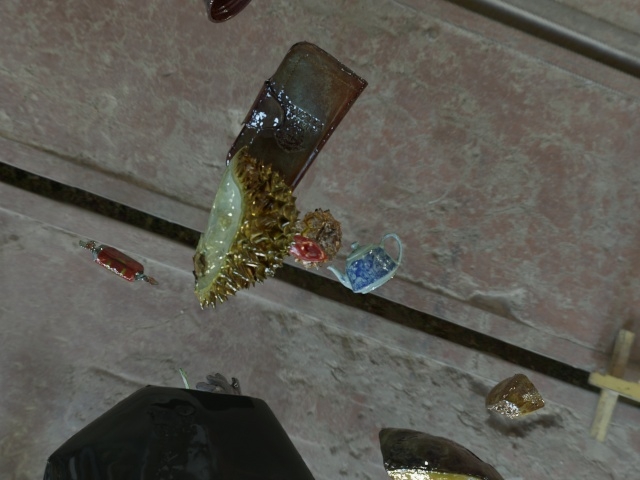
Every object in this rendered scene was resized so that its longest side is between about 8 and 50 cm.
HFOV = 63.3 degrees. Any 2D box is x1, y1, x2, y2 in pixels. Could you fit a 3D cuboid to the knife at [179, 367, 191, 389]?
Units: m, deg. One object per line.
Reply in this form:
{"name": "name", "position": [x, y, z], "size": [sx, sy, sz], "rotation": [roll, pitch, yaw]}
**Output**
{"name": "knife", "position": [-0.359, 0.458, 1.474], "size": [0.014, 0.030, 0.207], "rotation": [-22, 91, -32]}

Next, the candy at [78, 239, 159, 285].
{"name": "candy", "position": [-0.668, 0.077, 1.722], "size": [0.292, 0.086, 0.059], "rotation": [30, 99, -1]}

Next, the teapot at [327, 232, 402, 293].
{"name": "teapot", "position": [0.140, 0.064, 1.536], "size": [0.232, 0.159, 0.158], "rotation": [-31, 91, 11]}

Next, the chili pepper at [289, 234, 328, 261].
{"name": "chili pepper", "position": [-0.061, 0.013, 1.348], "size": [0.191, 0.050, 0.059], "rotation": [24, 66, -20]}

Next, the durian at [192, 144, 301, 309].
{"name": "durian", "position": [-0.113, -0.014, 0.776], "size": [0.139, 0.144, 0.252], "rotation": [19, 94, 36]}

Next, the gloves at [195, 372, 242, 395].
{"name": "gloves", "position": [-0.245, 0.395, 1.153], "size": [0.119, 0.285, 0.142], "rotation": [10, 114, 6]}

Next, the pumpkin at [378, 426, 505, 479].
{"name": "pumpkin", "position": [0.236, 0.397, 0.835], "size": [0.148, 0.169, 0.312], "rotation": [-29, 101, 17]}

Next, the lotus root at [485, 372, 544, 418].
{"name": "lotus root", "position": [0.571, 0.457, 1.538], "size": [0.135, 0.159, 0.095], "rotation": [-23, 113, -35]}

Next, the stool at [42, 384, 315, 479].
{"name": "stool", "position": [-0.122, 0.247, 0.450], "size": [0.232, 0.232, 0.141], "rotation": [14, 114, -5]}

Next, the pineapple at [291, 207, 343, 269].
{"name": "pineapple", "position": [0.000, 0.000, 1.674], "size": [0.225, 0.076, 0.224], "rotation": [-15, 114, -38]}

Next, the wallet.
{"name": "wallet", "position": [-0.051, -0.183, 0.834], "size": [0.137, 0.031, 0.255], "rotation": [31, 114, -13]}

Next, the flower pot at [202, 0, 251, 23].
{"name": "flower pot", "position": [-0.154, -0.398, 0.772], "size": [0.111, 0.111, 0.089], "rotation": [-42, 90, -6]}
